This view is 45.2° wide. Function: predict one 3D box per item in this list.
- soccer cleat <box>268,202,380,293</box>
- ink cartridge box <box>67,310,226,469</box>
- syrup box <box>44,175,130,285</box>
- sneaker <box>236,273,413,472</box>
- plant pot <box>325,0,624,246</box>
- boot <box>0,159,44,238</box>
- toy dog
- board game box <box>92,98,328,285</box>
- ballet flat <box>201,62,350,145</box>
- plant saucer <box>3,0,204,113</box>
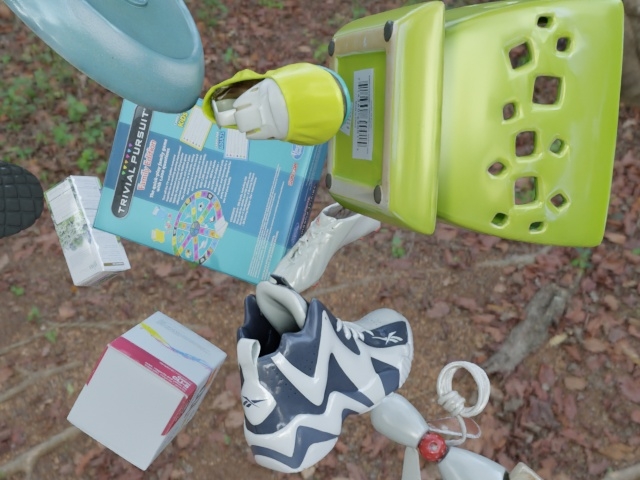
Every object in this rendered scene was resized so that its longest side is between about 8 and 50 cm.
[{"bbox_3d":[0.000,0.000,1.053,0.196,0.076,0.068,-39,49,-8],"label":"soccer cleat"},{"bbox_3d":[-0.232,0.199,1.060,0.127,0.128,0.176,31,14,4],"label":"ink cartridge box"},{"bbox_3d":[-0.532,-0.022,1.753,0.093,0.237,0.096,-27,-10,24],"label":"syrup box"},{"bbox_3d":[0.003,0.085,0.717,0.094,0.153,0.235,3,26,44],"label":"sneaker"},{"bbox_3d":[0.128,-0.117,0.742,0.207,0.228,0.227,-2,11,-20],"label":"plant pot"},{"bbox_3d":[-0.409,-0.059,0.735,0.246,0.084,0.161,-7,26,-39],"label":"boot"},{"bbox_3d":[0.241,0.383,1.287,0.220,0.161,0.334,-30,70,1],"label":"toy dog"},{"bbox_3d":[-0.177,-0.092,1.231,0.335,0.254,0.079,18,8,16],"label":"board game box"},{"bbox_3d":[-0.055,-0.125,0.734,0.077,0.077,0.231,-20,20,-22],"label":"ballet flat"},{"bbox_3d":[-0.226,-0.268,0.780,0.043,0.317,0.318,-38,33,20],"label":"plant saucer"}]
